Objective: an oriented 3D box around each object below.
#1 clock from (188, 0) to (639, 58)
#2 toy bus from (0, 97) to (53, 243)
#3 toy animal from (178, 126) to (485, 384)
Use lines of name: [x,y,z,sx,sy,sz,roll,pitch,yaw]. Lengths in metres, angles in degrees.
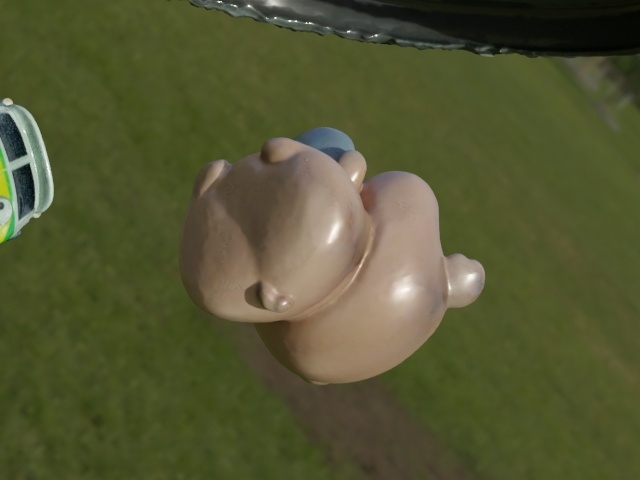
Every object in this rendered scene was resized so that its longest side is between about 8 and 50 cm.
clock: [0.039,-0.146,0.963,0.313,0.061,0.312,8,-3,0]
toy bus: [-0.365,-0.052,1.765,0.165,0.276,0.133,-23,104,-43]
toy animal: [0.000,0.016,1.739,0.221,0.210,0.229,-18,83,-64]
